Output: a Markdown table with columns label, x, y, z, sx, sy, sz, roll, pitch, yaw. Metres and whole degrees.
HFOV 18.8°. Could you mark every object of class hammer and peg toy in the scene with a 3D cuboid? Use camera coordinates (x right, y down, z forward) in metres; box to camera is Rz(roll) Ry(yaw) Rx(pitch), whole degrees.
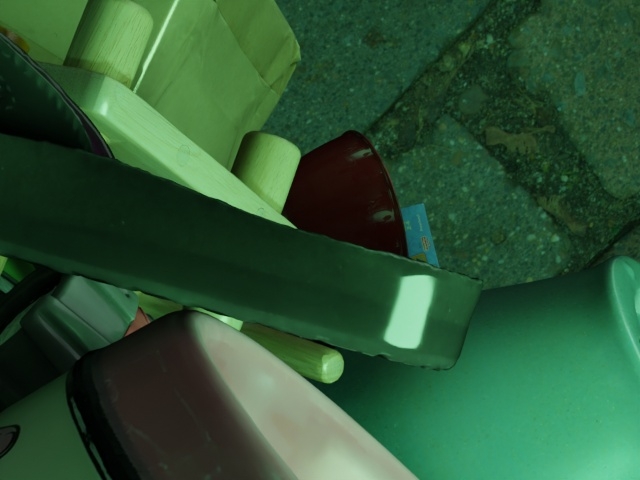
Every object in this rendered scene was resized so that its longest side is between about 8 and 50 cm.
| label | x | y | z | sx | sy | sz | roll | pitch | yaw |
| --- | --- | --- | --- | --- | --- | --- | --- | --- | --- |
| hammer and peg toy | -0.131 | -0.033 | 1.156 | 0.266 | 0.127 | 0.361 | 12 | -15 | 31 |

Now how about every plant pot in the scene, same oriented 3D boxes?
| label | x | y | z | sx | sy | sz | roll | pitch | yaw |
| --- | --- | --- | --- | --- | --- | --- | --- | --- | --- |
| plant pot | 0.142 | 0.147 | 1.310 | 0.271 | 0.255 | 0.272 | 46 | 25 | -29 |

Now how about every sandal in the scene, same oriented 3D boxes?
| label | x | y | z | sx | sy | sz | roll | pitch | yaw |
| --- | --- | --- | --- | --- | --- | --- | --- | --- | --- |
| sandal | -0.147 | -0.055 | 0.773 | 0.445 | 0.107 | 0.167 | 16 | -1 | -3 |

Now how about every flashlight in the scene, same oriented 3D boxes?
| label | x | y | z | sx | sy | sz | roll | pitch | yaw |
| --- | --- | --- | --- | --- | --- | --- | --- | --- | --- |
| flashlight | -0.062 | 0.138 | 1.031 | 0.304 | 0.103 | 0.103 | 49 | 38 | -18 |

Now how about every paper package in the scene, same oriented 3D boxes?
| label | x | y | z | sx | sy | sz | roll | pitch | yaw |
| --- | --- | --- | --- | --- | --- | --- | --- | --- | --- |
| paper package | -0.208 | -0.181 | 1.418 | 0.325 | 0.168 | 0.309 | 27 | -5 | 11 |

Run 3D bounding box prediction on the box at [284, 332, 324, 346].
| label | x | y | z | sx | sy | sz | roll | pitch | yaw |
| --- | --- | --- | --- | --- | --- | --- | --- | --- | --- |
| box | -0.038 | 0.119 | 1.573 | 0.395 | 0.097 | 0.318 | 43 | 4 | -33 |

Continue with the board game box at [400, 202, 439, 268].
| label | x | y | z | sx | sy | sz | roll | pitch | yaw |
| --- | --- | --- | --- | --- | --- | --- | --- | --- | --- |
| board game box | 0.077 | 0.080 | 1.750 | 0.160 | 0.039 | 0.211 | 163 | -87 | -72 |

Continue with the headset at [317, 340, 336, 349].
| label | x | y | z | sx | sy | sz | roll | pitch | yaw |
| --- | --- | --- | --- | --- | --- | --- | --- | --- | --- |
| headset | 0.022 | 0.083 | 2.035 | 0.243 | 0.185 | 0.394 | 47 | -8 | 39 |

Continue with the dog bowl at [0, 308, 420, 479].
| label | x | y | z | sx | sy | sz | roll | pitch | yaw |
| --- | --- | --- | --- | --- | --- | --- | --- | --- | --- |
| dog bowl | 0.015 | 0.194 | 0.755 | 0.408 | 0.150 | 0.408 | 44 | 3 | -3 |

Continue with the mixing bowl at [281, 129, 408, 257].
| label | x | y | z | sx | sy | sz | roll | pitch | yaw |
| --- | --- | --- | --- | --- | --- | --- | --- | --- | --- |
| mixing bowl | 0.000 | 0.000 | 1.706 | 0.181 | 0.098 | 0.181 | 168 | -90 | -72 |

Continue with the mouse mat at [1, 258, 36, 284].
| label | x | y | z | sx | sy | sz | roll | pitch | yaw |
| --- | --- | --- | --- | --- | --- | --- | --- | --- | --- |
| mouse mat | -0.261 | -0.025 | 1.357 | 0.189 | 0.007 | 0.152 | 41 | 5 | -43 |
